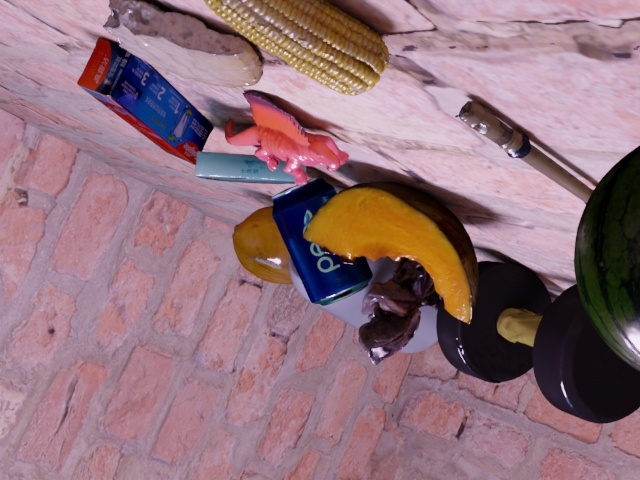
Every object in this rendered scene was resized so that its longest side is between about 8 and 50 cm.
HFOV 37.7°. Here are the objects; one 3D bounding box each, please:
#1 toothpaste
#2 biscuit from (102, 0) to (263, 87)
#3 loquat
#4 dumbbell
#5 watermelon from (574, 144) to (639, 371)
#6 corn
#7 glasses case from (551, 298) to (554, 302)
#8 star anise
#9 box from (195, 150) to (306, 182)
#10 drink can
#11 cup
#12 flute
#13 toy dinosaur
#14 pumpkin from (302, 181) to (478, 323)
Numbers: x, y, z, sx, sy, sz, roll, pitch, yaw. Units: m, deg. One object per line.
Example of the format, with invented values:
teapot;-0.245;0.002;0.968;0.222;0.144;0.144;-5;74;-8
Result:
toothpaste;-0.255;-0.202;1.420;0.066;0.076;0.320;23;173;17
biscuit;-0.164;-0.221;1.068;0.188;0.040;0.265;26;175;-34
loquat;-0.087;0.011;2.135;0.234;0.176;0.187;14;174;0
dumbbell;0.348;0.147;1.462;0.203;0.204;0.322;28;173;-27
watermelon;0.263;0.023;0.634;0.188;0.215;0.188;25;165;7
corn;-0.021;-0.178;0.769;0.165;0.063;0.085;29;-163;-18
glasses case;0.366;0.115;1.784;0.092;0.059;0.233;30;173;-30
star anise;0.137;0.087;1.554;0.129;0.283;0.212;28;146;13
box;-0.111;-0.110;1.454;0.162;0.042;0.229;3;-178;-7
drink can;0.000;0.000;1.563;0.205;0.118;0.118;65;170;-3
cup;0.098;0.069;1.773;0.312;0.206;0.205;31;171;-40
flute;0.218;-0.072;0.902;0.233;0.027;0.027;29;173;-30
toy dinosaur;-0.078;-0.155;1.257;0.286;0.070;0.139;28;166;43
pumpkin;0.140;-0.021;1.363;0.312;0.148;0.169;30;-144;30
